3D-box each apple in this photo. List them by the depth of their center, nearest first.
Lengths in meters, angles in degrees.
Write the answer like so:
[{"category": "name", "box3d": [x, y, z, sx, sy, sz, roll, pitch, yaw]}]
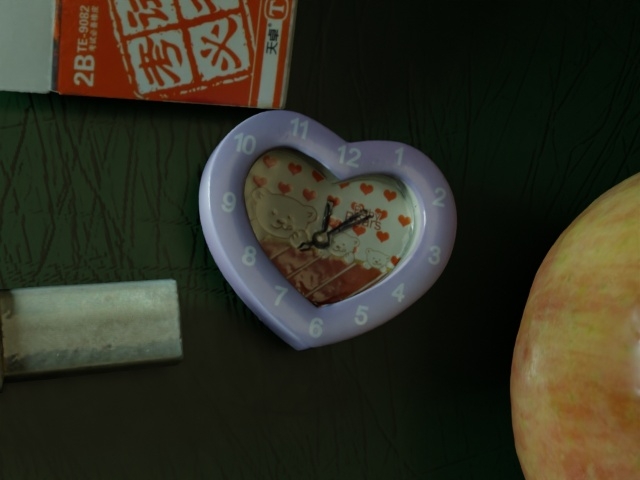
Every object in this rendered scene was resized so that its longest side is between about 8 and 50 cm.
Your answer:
[{"category": "apple", "box3d": [0.350, 0.110, 0.725, 0.391, 0.346, 0.392, 1, 86, -21]}]

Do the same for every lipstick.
[{"category": "lipstick", "box3d": [-0.224, 0.067, 0.691, 0.252, 0.077, 0.079, -2, 83, -19]}]

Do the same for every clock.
[{"category": "clock", "box3d": [0.000, 0.000, 0.776, 0.198, 0.064, 0.172, 13, 78, -15]}]

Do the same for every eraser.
[{"category": "eraser", "box3d": [-0.129, -0.181, 0.742, 0.230, 0.038, 0.157, 1, 110, -17]}]
